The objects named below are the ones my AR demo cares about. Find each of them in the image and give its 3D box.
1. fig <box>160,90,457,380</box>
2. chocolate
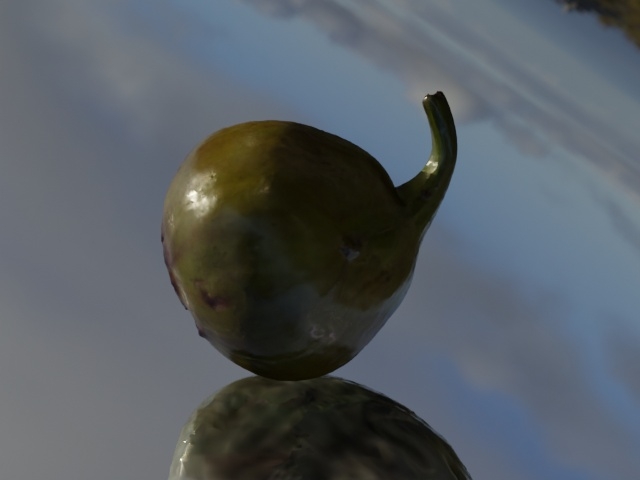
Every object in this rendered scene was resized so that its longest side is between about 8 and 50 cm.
[{"bbox_3d":[0.000,0.000,0.499,0.082,0.098,0.084,-129,27,-82],"label":"fig"},{"bbox_3d":[0.037,0.152,0.560,0.248,0.110,0.110,59,-173,-7],"label":"chocolate"}]
